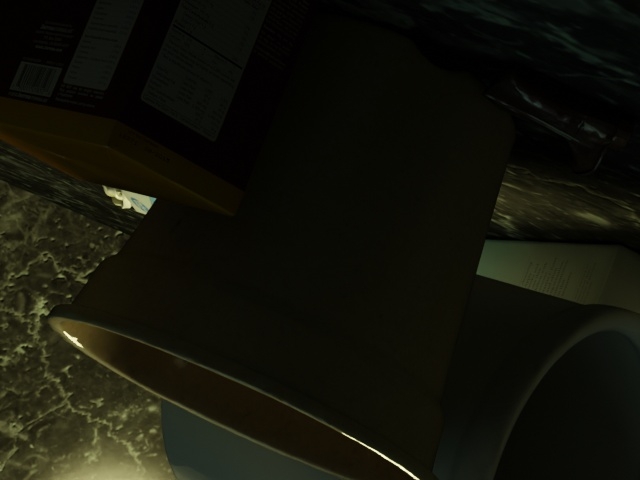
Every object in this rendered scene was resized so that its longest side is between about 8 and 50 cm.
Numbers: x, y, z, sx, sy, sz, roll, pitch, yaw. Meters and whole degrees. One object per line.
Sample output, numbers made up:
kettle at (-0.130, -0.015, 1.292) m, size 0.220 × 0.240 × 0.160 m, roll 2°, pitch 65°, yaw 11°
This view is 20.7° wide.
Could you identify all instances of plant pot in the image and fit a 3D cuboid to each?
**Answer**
plant pot at (0.000, 0.000, 1.396) m, size 0.334 × 0.305 × 0.334 m, roll 24°, pitch 168°, yaw 6°

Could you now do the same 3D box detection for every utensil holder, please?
utensil holder at (0.090, 0.176, 1.657) m, size 0.385 × 0.327 × 0.327 m, roll 17°, pitch 171°, yaw 39°

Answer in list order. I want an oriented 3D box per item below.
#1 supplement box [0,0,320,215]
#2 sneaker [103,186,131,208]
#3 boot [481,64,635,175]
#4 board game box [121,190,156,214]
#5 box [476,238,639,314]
supplement box at (-0.129, -0.143, 1.252) m, size 0.191 × 0.194 × 0.129 m, roll 14°, pitch 169°, yaw 45°
sneaker at (-0.203, -0.071, 2.094) m, size 0.229 × 0.092 × 0.087 m, roll 36°, pitch 166°, yaw 26°
boot at (0.170, -0.093, 1.343) m, size 0.114 × 0.037 × 0.106 m, roll 20°, pitch 159°, yaw -9°
board game box at (-0.086, -0.072, 1.862) m, size 0.336 × 0.079 × 0.254 m, roll 19°, pitch 160°, yaw 24°
box at (0.289, 0.115, 1.934) m, size 0.215 × 0.168 × 0.345 m, roll 25°, pitch 172°, yaw -21°
